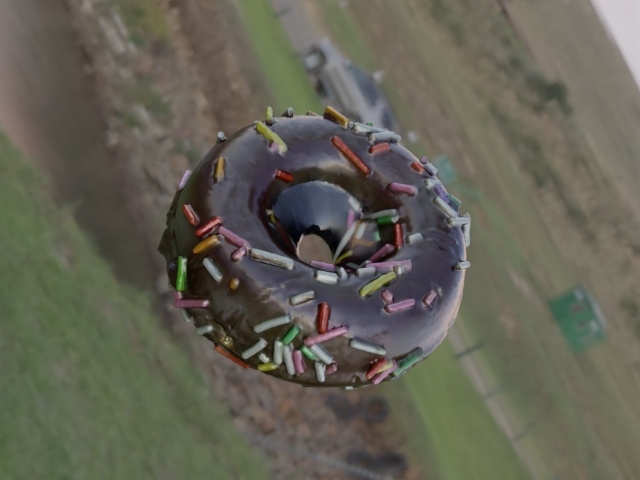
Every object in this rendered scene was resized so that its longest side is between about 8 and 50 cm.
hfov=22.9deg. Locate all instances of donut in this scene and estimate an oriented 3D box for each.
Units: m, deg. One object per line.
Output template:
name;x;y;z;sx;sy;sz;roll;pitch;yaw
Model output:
donut;0.000;0.000;1.306;0.270;0.269;0.103;66;-30;32
